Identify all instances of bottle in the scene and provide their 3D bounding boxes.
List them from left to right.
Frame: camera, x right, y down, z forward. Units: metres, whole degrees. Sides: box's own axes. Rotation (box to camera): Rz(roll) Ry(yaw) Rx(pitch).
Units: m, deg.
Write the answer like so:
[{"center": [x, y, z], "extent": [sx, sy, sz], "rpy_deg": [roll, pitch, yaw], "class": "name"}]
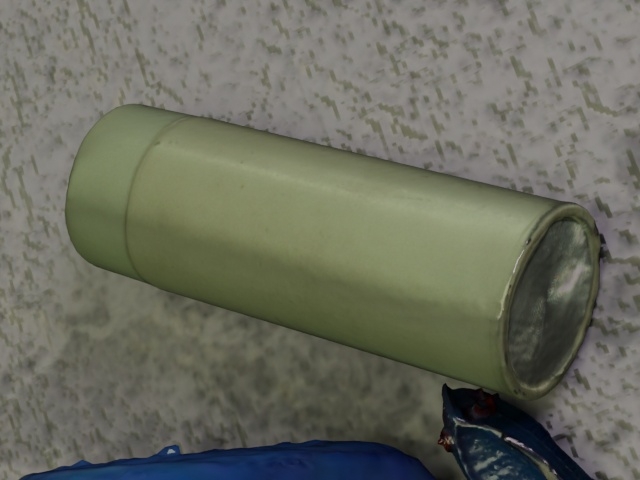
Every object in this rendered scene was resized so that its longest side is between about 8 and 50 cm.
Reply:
[{"center": [0.000, 0.000, 0.680], "extent": [0.201, 0.072, 0.072], "rpy_deg": [15, 95, 33], "class": "bottle"}]

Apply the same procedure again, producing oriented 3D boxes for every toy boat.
[{"center": [0.072, 0.082, 0.651], "extent": [0.083, 0.038, 0.038], "rpy_deg": [46, 112, 8], "class": "toy boat"}]

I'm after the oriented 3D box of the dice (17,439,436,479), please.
[{"center": [-0.034, 0.146, 0.652], "extent": [0.146, 0.143, 0.146], "rpy_deg": [-12, 81, 36], "class": "dice"}]
